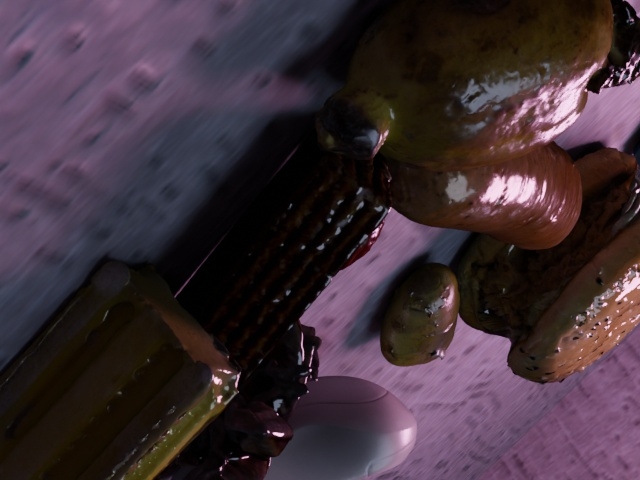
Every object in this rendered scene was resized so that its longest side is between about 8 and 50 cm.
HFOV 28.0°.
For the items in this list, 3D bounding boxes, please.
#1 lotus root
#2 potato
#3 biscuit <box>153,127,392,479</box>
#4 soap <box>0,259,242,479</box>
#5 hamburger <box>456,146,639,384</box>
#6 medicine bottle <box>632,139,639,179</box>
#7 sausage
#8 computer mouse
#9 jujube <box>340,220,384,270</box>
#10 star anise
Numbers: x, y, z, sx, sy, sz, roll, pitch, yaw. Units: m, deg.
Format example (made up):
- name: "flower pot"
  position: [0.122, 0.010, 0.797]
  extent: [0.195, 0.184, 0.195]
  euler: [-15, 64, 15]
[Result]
- name: "lotus root"
  position: [0.123, -0.139, 1.003]
  extent: [0.314, 0.141, 0.169]
  euler: [-19, 148, -28]
- name: "potato"
  position: [0.125, 0.097, 1.567]
  extent: [0.105, 0.085, 0.188]
  euler: [-34, 154, -27]
- name: "biscuit"
  position: [-0.084, 0.070, 1.078]
  extent: [0.388, 0.073, 0.107]
  euler: [-50, -165, 20]
- name: "soap"
  position: [-0.181, 0.138, 1.008]
  extent: [0.233, 0.135, 0.076]
  euler: [-47, 159, 13]
- name: "hamburger"
  position: [0.323, 0.034, 1.649]
  extent: [0.318, 0.195, 0.277]
  euler: [-49, 161, 16]
- name: "medicine bottle"
  position: [0.507, -0.164, 1.745]
  extent: [0.124, 0.079, 0.258]
  euler: [-22, 152, -45]
- name: "sausage"
  position: [0.185, -0.057, 1.299]
  extent: [0.136, 0.123, 0.501]
  euler: [-31, 165, 18]
- name: "computer mouse"
  position: [-0.040, 0.225, 1.431]
  extent: [0.297, 0.121, 0.184]
  euler: [-15, -177, -2]
- name: "jujube"
  position: [0.000, 0.000, 1.152]
  extent: [0.129, 0.077, 0.077]
  euler: [-42, 161, 20]
- name: "star anise"
  position: [-0.074, 0.168, 1.251]
  extent: [0.212, 0.129, 0.282]
  euler: [-46, -164, 42]
